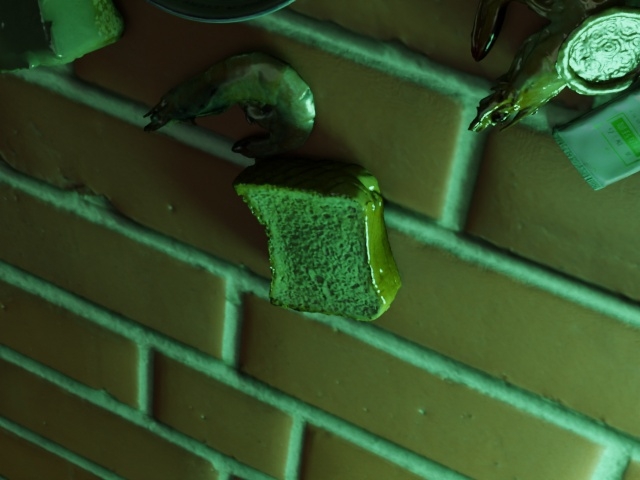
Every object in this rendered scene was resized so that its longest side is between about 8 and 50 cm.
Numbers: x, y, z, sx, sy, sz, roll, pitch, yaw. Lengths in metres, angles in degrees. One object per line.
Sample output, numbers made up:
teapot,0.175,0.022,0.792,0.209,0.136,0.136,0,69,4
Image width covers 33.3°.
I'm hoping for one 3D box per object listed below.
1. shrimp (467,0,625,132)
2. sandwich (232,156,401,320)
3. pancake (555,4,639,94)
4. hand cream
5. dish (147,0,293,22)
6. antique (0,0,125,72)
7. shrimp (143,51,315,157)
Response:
shrimp,0.206,-0.203,1.076,0.133,0.053,0.236,34,131,-2
sandwich,0.000,0.000,1.356,0.186,0.065,0.215,9,131,25
pancake,0.279,-0.182,1.033,0.115,0.011,0.115,-7,140,-6
hand cream,0.352,-0.130,1.057,0.275,0.050,0.079,-29,79,48
dish,-0.090,-0.358,1.093,0.273,0.134,0.273,1,99,8
antique,-0.349,-0.353,1.267,0.125,0.150,0.284,-2,115,28
shrimp,-0.115,-0.153,1.324,0.251,0.052,0.143,-9,126,38
